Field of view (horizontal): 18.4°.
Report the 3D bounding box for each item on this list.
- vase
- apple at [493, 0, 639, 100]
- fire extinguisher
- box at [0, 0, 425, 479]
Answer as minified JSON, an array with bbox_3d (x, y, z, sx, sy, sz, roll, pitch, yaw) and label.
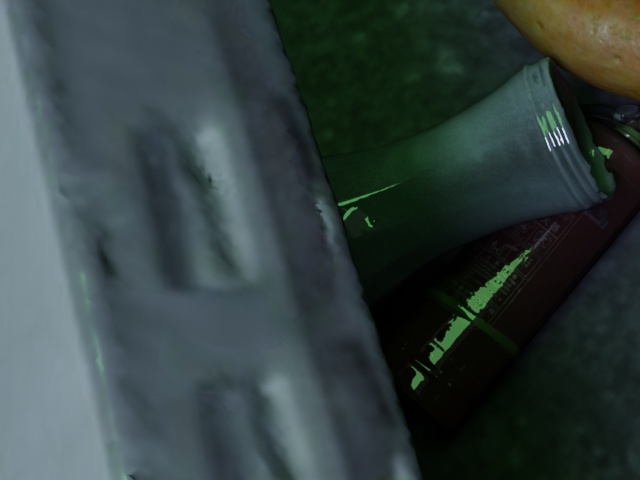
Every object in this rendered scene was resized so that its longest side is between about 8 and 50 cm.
[{"bbox_3d":[0.000,0.000,0.733,0.214,0.086,0.086,-24,63,17],"label":"vase"},{"bbox_3d":[0.141,-0.134,0.721,0.182,0.155,0.182,10,108,31],"label":"apple"},{"bbox_3d":[0.079,-0.002,0.761,0.157,0.045,0.078,-50,41,-5],"label":"fire extinguisher"},{"bbox_3d":[-0.093,0.147,0.589,0.111,0.396,0.396,1,60,-31],"label":"box"}]
